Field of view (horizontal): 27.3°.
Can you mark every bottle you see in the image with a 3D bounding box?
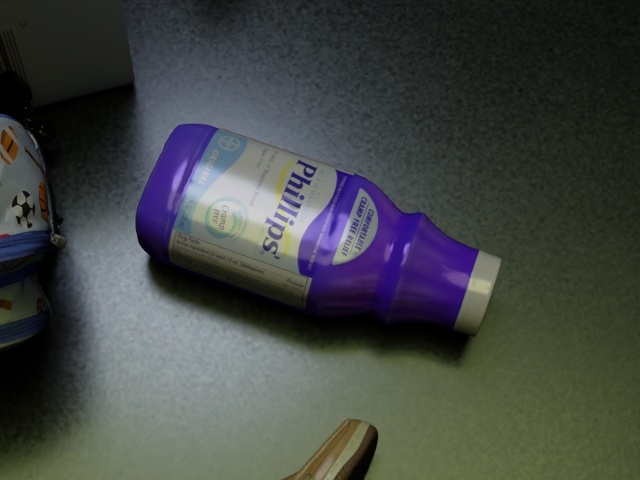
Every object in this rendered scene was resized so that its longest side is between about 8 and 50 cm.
[{"bbox_3d":[0.000,0.000,1.046,0.282,0.092,0.118,20,67,6],"label":"bottle"}]

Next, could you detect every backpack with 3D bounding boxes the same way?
[{"bbox_3d":[-0.310,-0.003,0.945,0.276,0.263,0.213,-19,85,-10],"label":"backpack"}]

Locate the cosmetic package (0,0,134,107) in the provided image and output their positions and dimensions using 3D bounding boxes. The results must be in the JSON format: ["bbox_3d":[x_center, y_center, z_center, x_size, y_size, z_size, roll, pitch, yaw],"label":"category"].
[{"bbox_3d":[-0.365,-0.322,1.041,0.329,0.327,0.394,-18,68,-9],"label":"cosmetic package"}]

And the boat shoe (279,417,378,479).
[{"bbox_3d":[-0.030,0.204,0.978,0.072,0.068,0.190,28,69,22],"label":"boat shoe"}]
